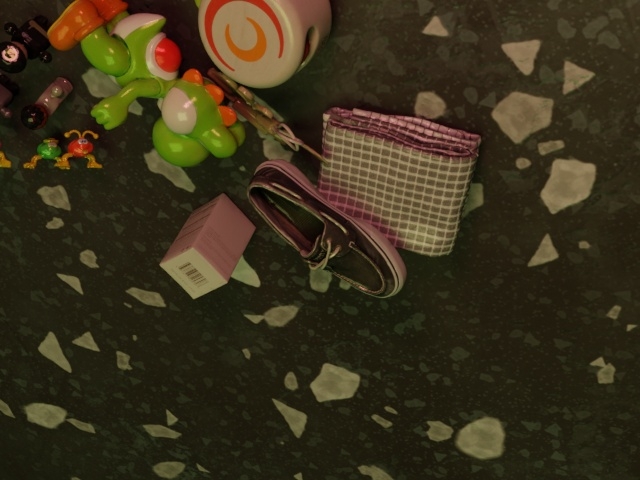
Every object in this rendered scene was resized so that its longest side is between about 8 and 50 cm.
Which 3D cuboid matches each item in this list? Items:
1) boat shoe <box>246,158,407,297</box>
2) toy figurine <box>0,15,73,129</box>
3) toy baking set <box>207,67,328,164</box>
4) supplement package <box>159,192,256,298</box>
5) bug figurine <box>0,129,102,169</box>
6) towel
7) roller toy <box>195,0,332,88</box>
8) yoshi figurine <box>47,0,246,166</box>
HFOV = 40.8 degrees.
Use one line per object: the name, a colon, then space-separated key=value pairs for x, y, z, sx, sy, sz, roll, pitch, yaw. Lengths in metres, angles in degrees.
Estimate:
boat shoe: x=0.000 y=0.000 z=1.515 sx=0.335 sy=0.119 sz=0.121 roll=38 pitch=126 yaw=-2
toy figurine: x=-0.593 y=-0.311 z=1.619 sx=0.213 sy=0.148 sz=0.209 roll=8 pitch=131 yaw=14
toy baking set: x=-0.099 y=-0.211 z=1.512 sx=0.256 sy=0.197 sz=0.030 roll=40 pitch=90 yaw=-13
supplement package: x=-0.224 y=0.010 z=1.734 sx=0.105 sy=0.179 sz=0.105 roll=-26 pitch=116 yaw=35
bug figurine: x=-0.581 y=-0.180 z=1.690 sx=0.216 sy=0.279 sz=0.072 roll=4 pitch=94 yaw=59
towel: x=0.126 y=-0.104 z=1.546 sx=0.284 sy=0.121 sz=0.235 roll=14 pitch=131 yaw=9
roller toy: x=-0.084 y=-0.355 z=1.392 sx=0.191 sy=0.146 sz=0.209 roll=-6 pitch=118 yaw=34
yoshi figurine: x=-0.303 y=-0.259 z=1.519 sx=0.362 sy=0.203 sz=0.203 roll=43 pitch=172 yaw=-8
